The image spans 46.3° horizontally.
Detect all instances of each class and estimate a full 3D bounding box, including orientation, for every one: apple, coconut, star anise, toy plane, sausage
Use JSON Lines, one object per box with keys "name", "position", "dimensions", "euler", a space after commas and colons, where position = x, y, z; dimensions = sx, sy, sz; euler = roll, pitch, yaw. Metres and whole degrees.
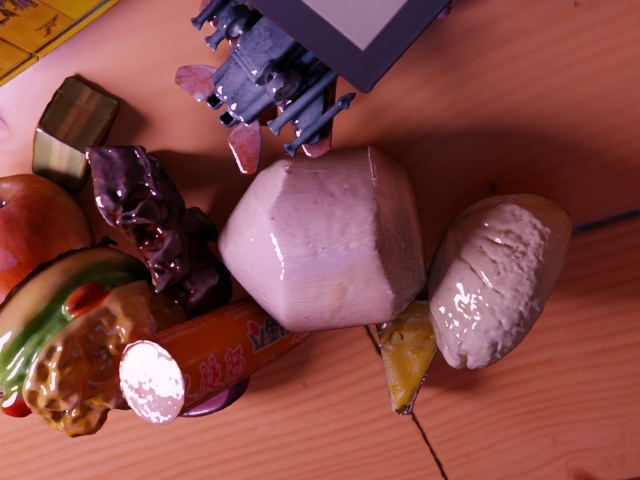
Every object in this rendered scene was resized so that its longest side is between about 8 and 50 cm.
{"name": "apple", "position": [-0.366, 0.013, 0.933], "dimensions": [0.199, 0.199, 0.199], "euler": [3, 123, 5]}
{"name": "coconut", "position": [0.000, 0.000, 0.855], "dimensions": [0.234, 0.224, 0.224], "euler": [-12, 121, 13]}
{"name": "star anise", "position": [-0.177, -0.016, 0.887], "dimensions": [0.099, 0.214, 0.220], "euler": [-27, 158, 3]}
{"name": "toy plane", "position": [-0.013, -0.222, 0.753], "dimensions": [0.326, 0.104, 0.223], "euler": [-43, 77, 31]}
{"name": "sausage", "position": [-0.095, 0.117, 0.895], "dimensions": [0.093, 0.312, 0.092], "euler": [8, 105, 30]}

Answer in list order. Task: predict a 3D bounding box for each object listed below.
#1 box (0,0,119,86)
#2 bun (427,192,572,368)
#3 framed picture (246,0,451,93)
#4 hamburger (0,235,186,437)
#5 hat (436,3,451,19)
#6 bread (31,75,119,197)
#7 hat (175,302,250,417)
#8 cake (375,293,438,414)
{"name": "box", "position": [-0.310, -0.274, 0.725], "dimensions": [0.302, 0.084, 0.193], "euler": [-26, 156, 22]}
{"name": "bun", "position": [0.190, 0.043, 0.859], "dimensions": [0.134, 0.220, 0.220], "euler": [29, 124, 9]}
{"name": "framed picture", "position": [0.047, -0.313, 0.591], "dimensions": [0.265, 0.016, 0.347], "euler": [34, 123, -17]}
{"name": "hamburger", "position": [-0.263, 0.130, 0.878], "dimensions": [0.149, 0.237, 0.237], "euler": [42, 125, 20]}
{"name": "hat", "position": [0.146, -0.306, 0.704], "dimensions": [0.140, 0.129, 0.227], "euler": [50, 139, 12]}
{"name": "bread", "position": [-0.305, -0.124, 0.925], "dimensions": [0.074, 0.084, 0.139], "euler": [27, 153, -11]}
{"name": "hat", "position": [-0.189, 0.159, 1.051], "dimensions": [0.206, 0.089, 0.205], "euler": [7, 125, 10]}
{"name": "cake", "position": [0.132, 0.145, 1.021], "dimensions": [0.116, 0.079, 0.184], "euler": [-17, 110, 3]}
